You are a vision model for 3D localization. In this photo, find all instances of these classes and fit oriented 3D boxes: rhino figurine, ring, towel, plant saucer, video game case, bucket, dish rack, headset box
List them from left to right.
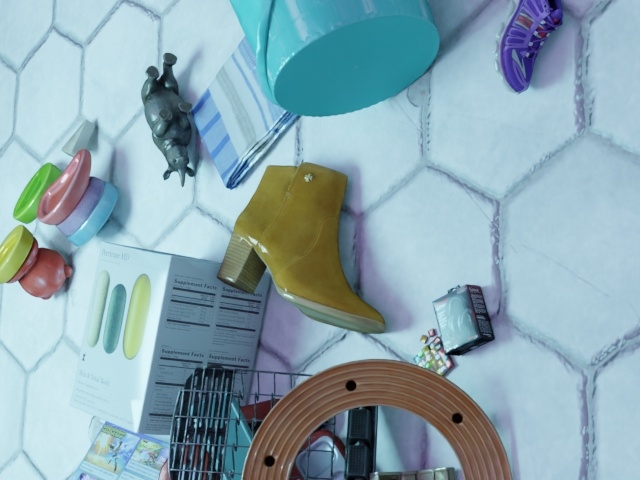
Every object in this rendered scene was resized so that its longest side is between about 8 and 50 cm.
[{"bbox_3d":[-0.319,0.429,1.826,0.269,0.061,0.244,6,61,50],"label":"video game case"},{"bbox_3d":[-0.255,-0.194,1.957,0.106,0.073,0.243,115,143,-56],"label":"rhino figurine"},{"bbox_3d":[-0.120,0.284,1.575,0.067,0.018,0.192,-24,48,-10],"label":"plant saucer"},{"bbox_3d":[-0.104,-0.244,1.847,0.285,0.034,0.209,-48,50,28],"label":"towel"},{"bbox_3d":[-0.061,0.267,1.513,0.074,0.271,0.208,90,-176,-58],"label":"dish rack"},{"bbox_3d":[0.020,-0.307,1.569,0.281,0.281,0.183,-36,63,36],"label":"bucket"},{"bbox_3d":[0.069,0.314,1.414,0.337,0.032,0.336,-1,75,5],"label":"ring"},{"bbox_3d":[0.182,0.099,1.475,0.062,0.032,0.083,-30,62,38],"label":"headset box"}]

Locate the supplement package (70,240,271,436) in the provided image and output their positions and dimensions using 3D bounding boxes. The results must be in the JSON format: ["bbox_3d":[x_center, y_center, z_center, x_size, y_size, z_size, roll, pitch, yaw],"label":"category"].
[{"bbox_3d":[-0.233,0.153,1.773,0.199,0.198,0.262,9,88,47],"label":"supplement package"}]

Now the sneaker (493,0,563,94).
[{"bbox_3d":[0.268,-0.268,1.444,0.071,0.068,0.170,14,91,41],"label":"sneaker"}]

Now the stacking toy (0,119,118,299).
[{"bbox_3d":[-0.479,-0.051,2.179,0.309,0.130,0.279,-40,29,30],"label":"stacking toy"}]

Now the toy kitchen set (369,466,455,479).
[{"bbox_3d":[0.120,0.326,1.458,0.083,0.075,0.068,-19,69,46],"label":"toy kitchen set"}]

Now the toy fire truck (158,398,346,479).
[{"bbox_3d":[-0.065,0.354,1.608,0.254,0.169,0.302,-37,51,3],"label":"toy fire truck"}]

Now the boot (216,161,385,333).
[{"bbox_3d":[0.000,0.000,1.644,0.295,0.104,0.211,19,77,30],"label":"boot"}]

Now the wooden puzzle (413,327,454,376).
[{"bbox_3d":[0.149,0.160,1.514,0.049,0.006,0.083,-49,51,27],"label":"wooden puzzle"}]
